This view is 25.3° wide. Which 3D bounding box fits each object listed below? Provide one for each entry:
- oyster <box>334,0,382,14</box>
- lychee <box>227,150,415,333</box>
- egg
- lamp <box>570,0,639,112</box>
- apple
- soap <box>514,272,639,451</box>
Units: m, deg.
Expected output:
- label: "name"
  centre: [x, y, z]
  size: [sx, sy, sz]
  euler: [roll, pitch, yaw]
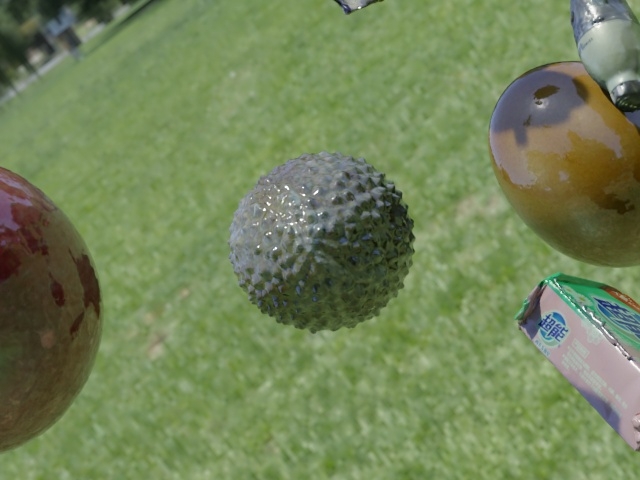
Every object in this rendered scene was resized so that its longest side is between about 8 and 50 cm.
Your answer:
- label: "oyster"
  centre: [0.053, -0.330, 1.440]
  size: [0.223, 0.214, 0.083]
  euler: [-29, -14, -20]
- label: "lychee"
  centre: [0.000, 0.000, 1.914]
  size: [0.255, 0.255, 0.274]
  euler: [-36, -5, 5]
- label: "egg"
  centre: [0.415, -0.117, 2.154]
  size: [0.282, 0.351, 0.282]
  euler: [-51, -4, -6]
- label: "lamp"
  centre: [0.413, -0.294, 2.038]
  size: [0.101, 0.101, 0.250]
  euler: [-30, 58, 31]
- label: "apple"
  centre: [-0.387, 0.058, 1.487]
  size: [0.345, 0.344, 0.269]
  euler: [-33, 3, 16]
- label: "soap"
  centre: [0.386, 0.160, 1.748]
  size: [0.098, 0.218, 0.273]
  euler: [-59, 41, 19]
